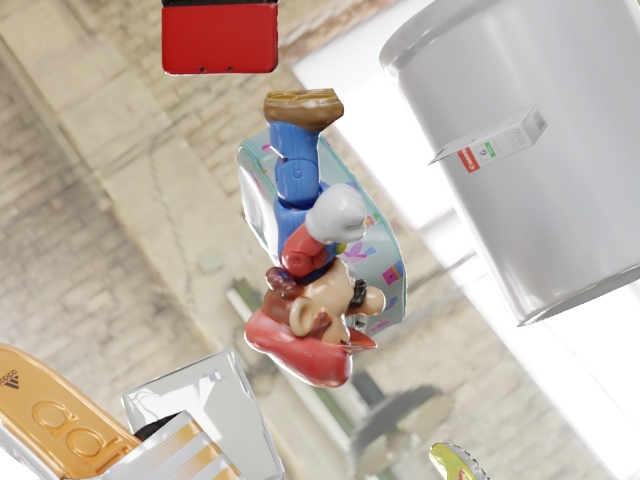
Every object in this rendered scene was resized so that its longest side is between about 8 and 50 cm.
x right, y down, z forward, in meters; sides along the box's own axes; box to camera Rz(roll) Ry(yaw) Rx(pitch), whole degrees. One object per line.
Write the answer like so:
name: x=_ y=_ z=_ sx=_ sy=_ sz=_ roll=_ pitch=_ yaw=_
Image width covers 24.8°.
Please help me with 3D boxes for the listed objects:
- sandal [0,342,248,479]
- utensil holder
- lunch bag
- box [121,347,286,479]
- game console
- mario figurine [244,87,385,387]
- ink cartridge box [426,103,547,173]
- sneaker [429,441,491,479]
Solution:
sandal: x=-0.128 y=0.139 z=0.948 sx=0.076 sy=0.265 sz=0.102 roll=-58 pitch=-8 yaw=33
utensil holder: x=0.296 y=-0.124 z=1.806 sx=0.328 sy=0.385 sz=0.327 roll=-23 pitch=-9 yaw=-4
lunch bag: x=0.000 y=0.000 z=1.839 sx=0.108 sy=0.279 sz=0.224 roll=-27 pitch=-28 yaw=-17
box: x=-0.084 y=0.184 z=1.176 sx=0.094 sy=0.113 sz=0.275 roll=-22 pitch=-19 yaw=-6
game console: x=-0.099 y=-0.250 z=1.615 sx=0.124 sy=0.144 sz=0.085 roll=-59 pitch=-36 yaw=-49
mario figurine: x=0.016 y=0.000 z=1.540 sx=0.198 sy=0.170 sz=0.320 roll=-20 pitch=-68 yaw=-54
ink cartridge box: x=0.169 y=-0.097 z=1.478 sx=0.115 sy=0.029 sz=0.063 roll=-24 pitch=12 yaw=31
sneaker: x=0.198 y=0.362 z=1.941 sx=0.094 sy=0.208 sz=0.081 roll=-32 pitch=-28 yaw=-6
